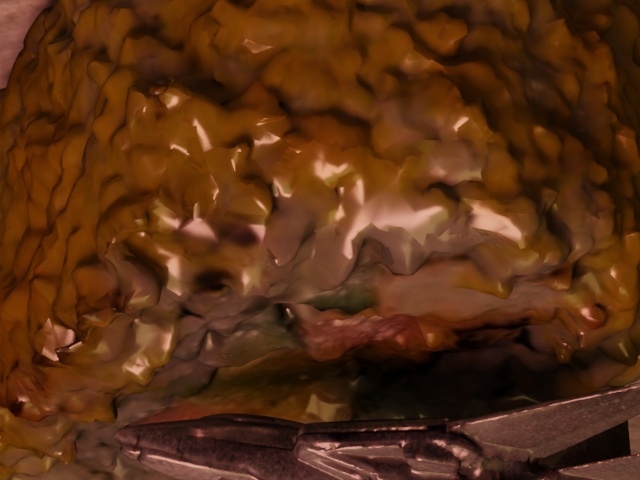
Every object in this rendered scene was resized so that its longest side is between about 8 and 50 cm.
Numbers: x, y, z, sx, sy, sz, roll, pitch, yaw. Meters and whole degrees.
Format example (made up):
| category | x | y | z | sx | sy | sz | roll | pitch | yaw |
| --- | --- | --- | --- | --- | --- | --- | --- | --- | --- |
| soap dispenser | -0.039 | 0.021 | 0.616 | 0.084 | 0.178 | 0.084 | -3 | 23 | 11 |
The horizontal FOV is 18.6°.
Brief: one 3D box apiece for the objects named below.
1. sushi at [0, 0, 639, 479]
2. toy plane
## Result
| category | x | y | z | sx | sy | sz | roll | pitch | yaw |
| --- | --- | --- | --- | --- | --- | --- | --- | --- | --- |
| sushi | 0.000 | 0.000 | 1.066 | 0.351 | 0.240 | 0.396 | 10 | 147 | -23 |
| toy plane | 0.032 | 0.126 | 0.964 | 0.267 | 0.088 | 0.212 | 4 | 144 | -14 |
